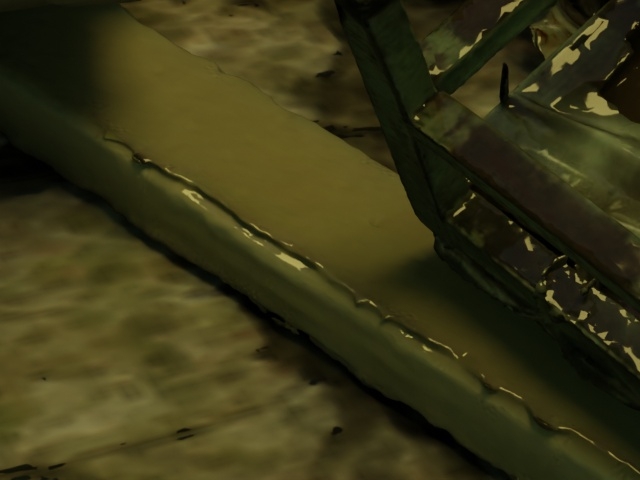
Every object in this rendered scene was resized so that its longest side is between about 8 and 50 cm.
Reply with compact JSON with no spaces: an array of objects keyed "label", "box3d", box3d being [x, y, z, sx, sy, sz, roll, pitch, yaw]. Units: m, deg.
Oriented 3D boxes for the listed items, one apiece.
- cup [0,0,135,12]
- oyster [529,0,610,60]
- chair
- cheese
[{"label":"cup","box3d":[-0.189,-0.172,0.652,0.257,0.219,0.290,-8,4,2]},{"label":"oyster","box3d":[0.133,-0.115,0.827,0.108,0.053,0.166,-6,47,3]},{"label":"chair","box3d":[0.122,-0.014,0.612,0.147,0.270,0.136,-44,62,-10]},{"label":"cheese","box3d":[0.001,-0.002,0.656,0.400,0.034,0.085,34,42,21]}]
